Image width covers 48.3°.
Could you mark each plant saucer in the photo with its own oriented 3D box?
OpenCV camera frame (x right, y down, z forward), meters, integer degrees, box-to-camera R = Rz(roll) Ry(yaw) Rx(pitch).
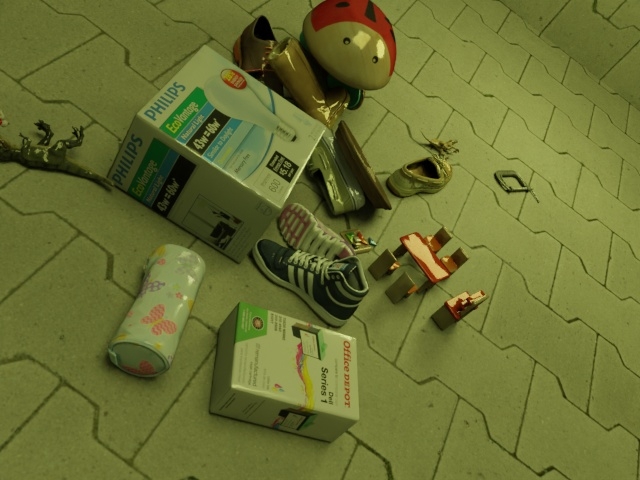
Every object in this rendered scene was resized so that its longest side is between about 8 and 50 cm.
[{"bbox_3d":[0.112,-0.197,1.932,0.277,0.041,0.278,58,10,-17],"label":"plant saucer"}]

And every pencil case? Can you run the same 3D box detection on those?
[{"bbox_3d":[-0.314,0.131,1.390,0.124,0.113,0.273,20,45,-8],"label":"pencil case"}]

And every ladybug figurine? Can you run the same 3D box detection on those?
[{"bbox_3d":[0.103,-0.606,2.111,0.305,0.162,0.449,26,33,-18],"label":"ladybug figurine"}]

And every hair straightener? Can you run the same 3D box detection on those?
[{"bbox_3d":[-0.260,-0.409,1.904,0.231,0.047,0.089,-5,67,-16],"label":"hair straightener"}]

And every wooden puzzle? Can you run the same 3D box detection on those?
[{"bbox_3d":[0.093,0.001,1.865,0.116,0.014,0.078,-18,66,-44],"label":"wooden puzzle"}]

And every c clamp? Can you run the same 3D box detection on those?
[{"bbox_3d":[0.669,-0.191,2.433,0.161,0.022,0.137,0,55,-36],"label":"c clamp"}]

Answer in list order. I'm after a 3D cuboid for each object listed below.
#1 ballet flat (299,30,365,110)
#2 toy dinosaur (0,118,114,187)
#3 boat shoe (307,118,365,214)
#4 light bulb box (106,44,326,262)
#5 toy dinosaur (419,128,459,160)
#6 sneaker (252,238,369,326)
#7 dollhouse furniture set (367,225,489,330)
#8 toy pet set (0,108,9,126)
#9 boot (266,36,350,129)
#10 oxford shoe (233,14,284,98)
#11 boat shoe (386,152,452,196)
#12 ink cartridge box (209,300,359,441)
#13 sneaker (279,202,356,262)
[{"bbox_3d":[0.058,-0.543,2.261,0.342,0.116,0.124,54,24,21],"label":"ballet flat"},{"bbox_3d":[-0.570,-0.197,1.534,0.268,0.064,0.118,16,61,-25],"label":"toy dinosaur"},{"bbox_3d":[0.015,-0.202,1.918,0.094,0.109,0.302,-22,63,-16],"label":"boat shoe"},{"bbox_3d":[-0.231,-0.207,1.658,0.361,0.225,0.357,33,42,-8],"label":"light bulb box"},{"bbox_3d":[0.392,-0.310,2.332,0.183,0.053,0.092,3,37,-42],"label":"toy dinosaur"},{"bbox_3d":[-0.016,0.062,1.630,0.282,0.153,0.099,39,41,0],"label":"sneaker"},{"bbox_3d":[0.301,0.086,1.846,0.262,0.135,0.259,-19,67,-44],"label":"dollhouse furniture set"},{"bbox_3d":[-0.708,-0.240,1.480,0.122,0.065,0.114,-20,56,-4],"label":"toy pet set"},{"bbox_3d":[-0.027,-0.463,2.034,0.269,0.089,0.236,56,35,-29],"label":"boot"},{"bbox_3d":[-0.163,-0.492,2.022,0.130,0.132,0.363,5,52,-33],"label":"oxford shoe"},{"bbox_3d":[0.320,-0.201,2.143,0.285,0.089,0.104,-22,69,-45],"label":"boat shoe"},{"bbox_3d":[-0.067,0.268,1.442,0.278,0.117,0.201,20,45,-21],"label":"ink cartridge box"},{"bbox_3d":[0.000,0.000,1.750,0.236,0.095,0.105,42,17,20],"label":"sneaker"}]
